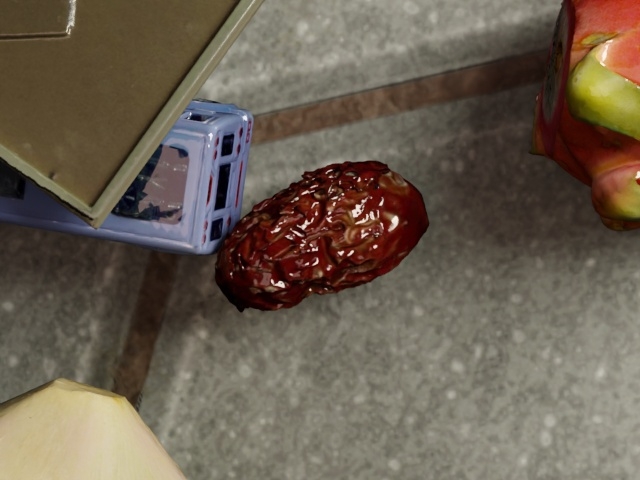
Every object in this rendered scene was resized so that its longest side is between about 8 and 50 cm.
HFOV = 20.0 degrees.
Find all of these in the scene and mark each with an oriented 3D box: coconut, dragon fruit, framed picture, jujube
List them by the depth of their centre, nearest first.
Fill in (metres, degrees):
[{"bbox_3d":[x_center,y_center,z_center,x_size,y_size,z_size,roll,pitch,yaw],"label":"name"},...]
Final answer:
[{"bbox_3d":[0.261,-0.100,1.247,0.227,0.224,0.224,7,96,8],"label":"dragon fruit"},{"bbox_3d":[-0.216,-0.173,1.327,0.289,0.020,0.211,34,85,11],"label":"framed picture"},{"bbox_3d":[-0.001,-0.003,1.353,0.166,0.104,0.104,-25,89,-14],"label":"jujube"},{"bbox_3d":[-0.204,0.224,1.362,0.259,0.259,0.259,1,95,12],"label":"coconut"}]

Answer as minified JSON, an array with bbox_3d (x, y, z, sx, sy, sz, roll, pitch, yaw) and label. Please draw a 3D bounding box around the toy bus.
[{"bbox_3d":[-0.208,-0.064,1.387,0.292,0.133,0.125,10,97,11],"label":"toy bus"}]
